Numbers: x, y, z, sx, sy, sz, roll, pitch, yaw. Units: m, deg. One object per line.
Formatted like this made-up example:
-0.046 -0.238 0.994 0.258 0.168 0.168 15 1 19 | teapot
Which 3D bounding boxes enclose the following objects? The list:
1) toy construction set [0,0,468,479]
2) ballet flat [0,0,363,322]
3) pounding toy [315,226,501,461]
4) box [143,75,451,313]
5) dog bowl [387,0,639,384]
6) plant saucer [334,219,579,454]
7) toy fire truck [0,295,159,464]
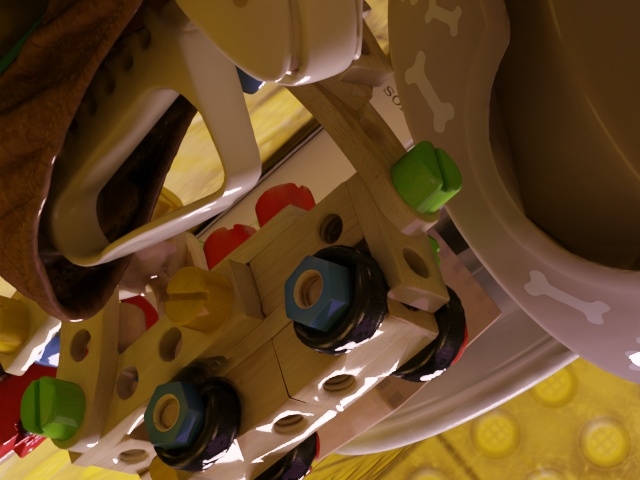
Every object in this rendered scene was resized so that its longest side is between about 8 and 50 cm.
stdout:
-0.043 0.000 0.966 0.151 0.215 0.328 8 137 -32 | toy construction set
-0.055 -0.082 0.788 0.116 0.124 0.342 -16 154 -45 | ballet flat
0.035 0.072 1.478 0.181 0.094 0.206 -39 179 -35 | pounding toy
0.000 0.000 1.446 0.232 0.058 0.322 -41 170 1 | box
0.179 -0.078 1.070 0.102 0.349 0.348 -33 176 40 | dog bowl
0.140 0.026 1.690 0.400 0.100 0.400 -33 -169 7 | plant saucer
-0.192 0.116 1.281 0.192 0.047 0.135 -35 167 -31 | toy fire truck
